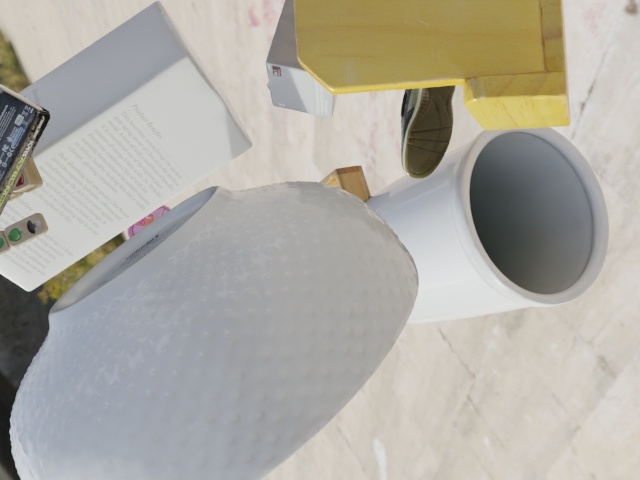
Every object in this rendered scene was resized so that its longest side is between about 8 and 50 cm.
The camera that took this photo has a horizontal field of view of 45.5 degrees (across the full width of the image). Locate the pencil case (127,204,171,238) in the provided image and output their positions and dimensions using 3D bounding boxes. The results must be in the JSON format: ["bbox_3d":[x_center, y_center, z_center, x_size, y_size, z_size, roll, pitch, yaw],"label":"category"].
[{"bbox_3d":[-0.340,0.018,1.740,0.124,0.124,0.284,61,175,20],"label":"pencil case"}]

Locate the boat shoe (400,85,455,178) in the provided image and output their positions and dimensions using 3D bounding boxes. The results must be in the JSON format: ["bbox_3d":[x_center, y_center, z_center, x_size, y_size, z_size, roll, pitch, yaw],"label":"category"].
[{"bbox_3d":[0.170,-0.215,1.249,0.073,0.080,0.224,-140,55,-63],"label":"boat shoe"}]

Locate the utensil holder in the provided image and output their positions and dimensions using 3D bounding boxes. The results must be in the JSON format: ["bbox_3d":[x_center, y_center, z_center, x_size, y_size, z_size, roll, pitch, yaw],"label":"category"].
[{"bbox_3d":[0.280,-0.015,1.447,0.385,0.327,0.328,-22,89,60],"label":"utensil holder"}]

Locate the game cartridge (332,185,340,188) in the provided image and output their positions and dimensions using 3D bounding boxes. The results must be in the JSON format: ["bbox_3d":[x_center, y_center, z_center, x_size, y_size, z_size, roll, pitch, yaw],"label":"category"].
[{"bbox_3d":[0.024,-0.061,1.219,0.056,0.017,0.083,45,160,-8],"label":"game cartridge"}]

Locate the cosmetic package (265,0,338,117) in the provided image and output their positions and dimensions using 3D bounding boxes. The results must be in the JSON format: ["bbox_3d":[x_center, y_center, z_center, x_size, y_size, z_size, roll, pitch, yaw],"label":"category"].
[{"bbox_3d":[-0.001,-0.314,1.109,0.127,0.107,0.238,84,-163,-74],"label":"cosmetic package"}]

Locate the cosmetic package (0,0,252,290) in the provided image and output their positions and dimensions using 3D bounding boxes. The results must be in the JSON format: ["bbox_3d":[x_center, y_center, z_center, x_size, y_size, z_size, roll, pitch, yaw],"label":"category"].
[{"bbox_3d":[-0.365,-0.140,1.211,0.162,0.453,0.230,59,-177,36],"label":"cosmetic package"}]

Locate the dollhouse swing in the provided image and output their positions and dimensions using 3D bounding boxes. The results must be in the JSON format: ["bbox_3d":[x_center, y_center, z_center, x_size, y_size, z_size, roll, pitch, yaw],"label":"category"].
[{"bbox_3d":[0.154,-0.322,0.989,0.315,0.304,0.347,3,-98,-71],"label":"dollhouse swing"}]

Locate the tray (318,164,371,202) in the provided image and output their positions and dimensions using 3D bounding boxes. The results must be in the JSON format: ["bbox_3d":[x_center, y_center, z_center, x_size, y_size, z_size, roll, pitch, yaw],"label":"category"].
[{"bbox_3d":[0.000,0.000,1.757,0.411,0.076,0.203,-34,71,59],"label":"tray"}]

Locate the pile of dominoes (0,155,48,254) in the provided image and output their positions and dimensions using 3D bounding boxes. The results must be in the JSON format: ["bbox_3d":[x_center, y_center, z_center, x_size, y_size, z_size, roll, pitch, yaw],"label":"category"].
[{"bbox_3d":[-0.497,-0.058,1.013,0.040,0.251,0.196,-16,-97,-83],"label":"pile of dominoes"}]

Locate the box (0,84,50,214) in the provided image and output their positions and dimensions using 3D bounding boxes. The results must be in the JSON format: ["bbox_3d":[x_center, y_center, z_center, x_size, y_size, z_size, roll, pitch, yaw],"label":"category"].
[{"bbox_3d":[-0.416,-0.099,0.817,0.184,0.191,0.045,28,-175,-1],"label":"box"}]

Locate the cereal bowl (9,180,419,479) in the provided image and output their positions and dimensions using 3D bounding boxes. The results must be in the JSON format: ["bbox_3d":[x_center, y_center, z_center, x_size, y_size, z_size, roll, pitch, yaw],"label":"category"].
[{"bbox_3d":[-0.102,0.061,0.592,0.141,0.339,0.339,54,164,-15],"label":"cereal bowl"}]
